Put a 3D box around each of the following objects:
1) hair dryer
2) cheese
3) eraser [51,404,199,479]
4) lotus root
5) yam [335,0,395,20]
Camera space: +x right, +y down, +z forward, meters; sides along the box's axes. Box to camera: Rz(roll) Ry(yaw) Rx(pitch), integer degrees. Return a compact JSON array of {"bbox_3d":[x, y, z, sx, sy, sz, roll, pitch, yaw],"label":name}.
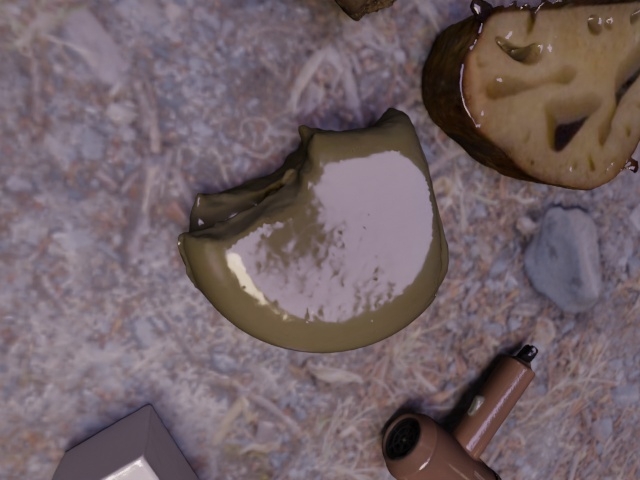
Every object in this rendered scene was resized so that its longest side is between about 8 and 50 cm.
[{"bbox_3d":[0.149,0.168,0.444,0.117,0.064,0.182,43,77,-17],"label":"hair dryer"},{"bbox_3d":[0.000,0.000,0.350,0.202,0.091,0.176,-14,101,-15],"label":"cheese"},{"bbox_3d":[-0.098,0.283,0.373,0.078,0.076,0.298,-28,106,-10],"label":"eraser"},{"bbox_3d":[0.215,-0.129,0.403,0.260,0.074,0.171,-4,101,-18],"label":"lotus root"},{"bbox_3d":[-0.006,-0.261,0.292,0.238,0.129,0.128,43,50,-19],"label":"yam"}]
